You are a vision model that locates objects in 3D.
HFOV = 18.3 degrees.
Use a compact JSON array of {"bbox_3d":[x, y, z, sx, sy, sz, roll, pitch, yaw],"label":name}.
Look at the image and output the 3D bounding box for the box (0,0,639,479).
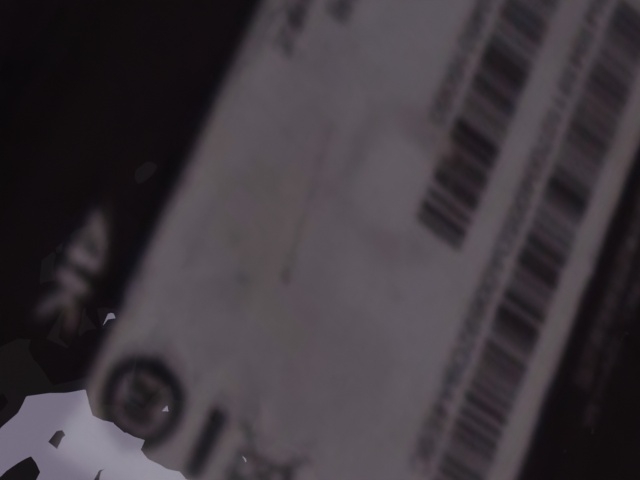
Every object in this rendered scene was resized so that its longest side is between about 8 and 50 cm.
[{"bbox_3d":[0.000,0.000,0.411,0.350,0.091,0.359,37,64,-28],"label":"box"}]
